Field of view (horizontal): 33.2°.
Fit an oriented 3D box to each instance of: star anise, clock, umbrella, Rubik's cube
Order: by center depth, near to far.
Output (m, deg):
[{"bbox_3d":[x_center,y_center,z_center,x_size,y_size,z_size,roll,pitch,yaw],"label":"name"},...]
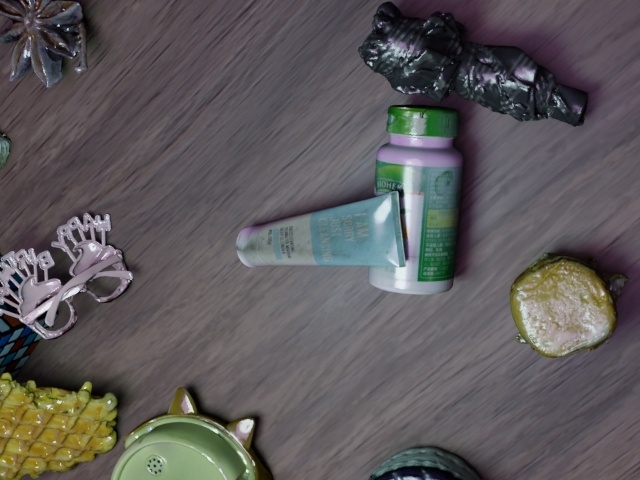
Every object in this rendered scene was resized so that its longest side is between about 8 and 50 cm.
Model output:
[{"bbox_3d":[0.222,-0.247,1.541,0.336,0.154,0.128,23,113,14],"label":"umbrella"},{"bbox_3d":[-0.455,-0.355,1.784,0.262,0.081,0.230,36,107,21],"label":"star anise"},{"bbox_3d":[-0.230,0.433,1.813,0.286,0.117,0.349,21,104,14],"label":"clock"},{"bbox_3d":[-0.603,0.146,1.856,0.187,0.182,0.184,43,108,8],"label":"Rubik's cube"}]

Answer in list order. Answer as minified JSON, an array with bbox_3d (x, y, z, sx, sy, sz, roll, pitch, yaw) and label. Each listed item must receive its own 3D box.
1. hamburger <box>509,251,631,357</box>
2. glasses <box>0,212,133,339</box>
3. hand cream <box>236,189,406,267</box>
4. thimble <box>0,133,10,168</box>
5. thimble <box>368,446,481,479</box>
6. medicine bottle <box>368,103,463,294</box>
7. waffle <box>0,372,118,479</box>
[{"bbox_3d":[0.362,0.089,1.566,0.184,0.131,0.159,-23,82,13],"label":"hamburger"},{"bbox_3d":[-0.431,0.056,1.784,0.255,0.095,0.162,-35,85,-22],"label":"glasses"},{"bbox_3d":[0.000,0.000,1.632,0.312,0.070,0.111,-9,86,44],"label":"hand cream"},{"bbox_3d":[-0.597,-0.154,1.871,0.110,0.062,0.085,-23,89,20],"label":"thimble"},{"bbox_3d":[0.165,0.450,1.671,0.237,0.150,0.238,2,99,16],"label":"thimble"},{"bbox_3d":[0.144,-0.064,1.607,0.133,0.133,0.274,7,99,17],"label":"medicine bottle"},{"bbox_3d":[-0.494,0.315,1.823,0.300,0.058,0.282,-3,137,-11],"label":"waffle"}]
